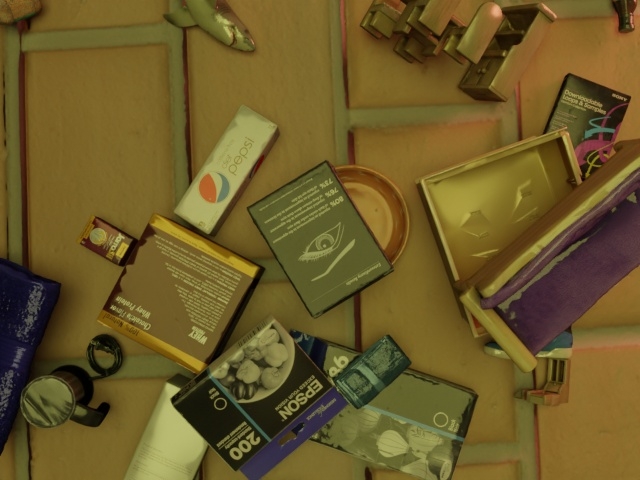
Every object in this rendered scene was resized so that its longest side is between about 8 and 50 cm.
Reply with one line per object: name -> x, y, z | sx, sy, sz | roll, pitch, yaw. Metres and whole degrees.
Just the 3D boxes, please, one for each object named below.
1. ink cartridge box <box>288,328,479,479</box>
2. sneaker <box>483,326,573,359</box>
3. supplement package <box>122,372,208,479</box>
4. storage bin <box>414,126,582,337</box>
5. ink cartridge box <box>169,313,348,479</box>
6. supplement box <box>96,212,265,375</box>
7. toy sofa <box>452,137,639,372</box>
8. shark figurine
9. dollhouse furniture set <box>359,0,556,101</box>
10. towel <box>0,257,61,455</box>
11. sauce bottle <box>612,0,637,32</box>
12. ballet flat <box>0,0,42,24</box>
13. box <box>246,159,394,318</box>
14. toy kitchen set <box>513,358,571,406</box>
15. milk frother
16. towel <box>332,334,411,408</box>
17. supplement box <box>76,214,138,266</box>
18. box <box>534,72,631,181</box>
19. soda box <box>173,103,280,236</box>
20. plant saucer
ink cartridge box -> 0.078, 0.275, 1.342 | 0.333, 0.065, 0.165 | 18, 88, 3
sneaker -> 0.345, 0.152, 1.344 | 0.152, 0.058, 0.084 | 0, 93, -3
supplement package -> -0.233, 0.324, 1.321 | 0.105, 0.105, 0.179 | 24, 88, 1
storage bin -> 0.316, -0.018, 1.306 | 0.260, 0.123, 0.262 | -20, 94, 0
ink cartridge box -> -0.088, 0.256, 1.259 | 0.206, 0.045, 0.208 | -41, 107, -3
supplement box -> -0.222, 0.087, 1.321 | 0.191, 0.129, 0.194 | 27, 87, 2
toy sofa -> 0.379, 0.017, 1.163 | 0.362, 0.177, 0.150 | -41, 94, 0
shark figurine -> -0.194, -0.459, 1.350 | 0.166, 0.278, 0.116 | 12, 45, 29
dollhouse furniture set -> 0.229, -0.357, 1.303 | 0.242, 0.212, 0.161 | 30, 90, -24
towel -> -0.558, 0.177, 1.307 | 0.228, 0.076, 0.308 | 16, 86, 31
sauce bottle -> 0.519, -0.420, 1.379 | 0.042, 0.042, 0.128 | -3, 85, 1
ballet flat -> -0.546, -0.524, 1.383 | 0.106, 0.107, 0.316 | -14, 92, -20
box -> 0.000, 0.000, 1.296 | 0.153, 0.108, 0.207 | -30, 88, -1
toy kitchen set -> 0.362, 0.231, 1.340 | 0.068, 0.083, 0.075 | 2, 86, 42
milk frother -> -0.398, 0.225, 1.313 | 0.129, 0.135, 0.143 | 8, 88, -4
towel -> 0.084, 0.211, 1.299 | 0.119, 0.029, 0.067 | -41, 88, -3
supplement box -> -0.360, 0.001, 1.370 | 0.083, 0.043, 0.055 | 29, 87, 2
box -> 0.444, -0.190, 1.375 | 0.116, 0.029, 0.162 | 21, 87, 2
soda box -> -0.155, -0.115, 1.361 | 0.074, 0.069, 0.216 | 32, 87, 3
plant saucer -> 0.051, -0.027, 1.369 | 0.200, 0.037, 0.200 | 0, 87, 0
